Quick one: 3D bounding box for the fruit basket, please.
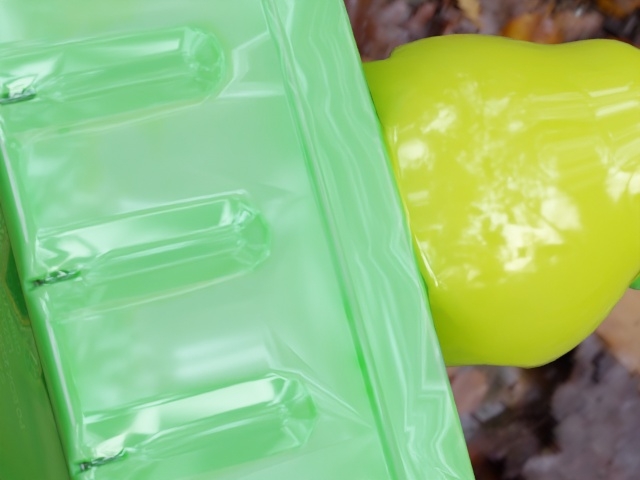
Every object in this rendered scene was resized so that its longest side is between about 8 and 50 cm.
[{"bbox_3d":[0.000,0.000,0.914,0.392,0.283,0.392,8,73,-28],"label":"fruit basket"}]
